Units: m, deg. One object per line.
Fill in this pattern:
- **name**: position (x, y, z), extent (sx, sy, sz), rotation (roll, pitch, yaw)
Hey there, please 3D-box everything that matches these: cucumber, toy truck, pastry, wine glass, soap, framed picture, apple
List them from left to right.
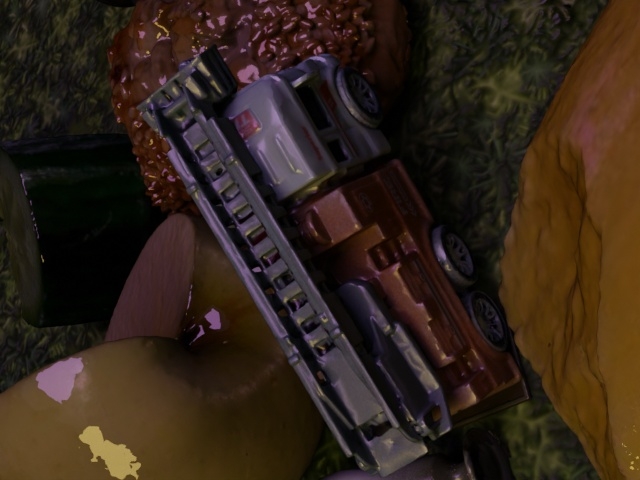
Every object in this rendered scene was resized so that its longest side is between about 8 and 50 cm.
- **cucumber**: position (-0.246, -0.017, 1.210), extent (0.191, 0.130, 0.191), rotation (28, 122, 58)
- **apple**: position (-0.126, 0.147, 1.006), extent (0.233, 0.295, 0.258), rotation (39, 128, 2)
- **pastry**: position (-0.071, -0.159, 1.096), extent (0.311, 0.162, 0.255), rotation (-42, 65, 25)
- **toy truck**: position (0.000, 0.000, 0.917), extent (0.133, 0.184, 0.338), rotation (-31, 87, 27)
- **wine glass**: position (0.069, 0.196, 0.951), extent (0.155, 0.072, 0.072), rotation (-25, 63, 30)
- **framed picture**: position (0.121, 0.110, 0.975), extent (0.089, 0.006, 0.066), rotation (-28, 61, 30)
- **soap**: position (0.235, -0.044, 0.770), extent (0.427, 0.115, 0.306), rotation (-64, 24, 26)

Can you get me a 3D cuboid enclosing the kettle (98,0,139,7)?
- **kettle**: position (-0.177, -0.402, 1.208), extent (0.324, 0.228, 0.321), rotation (-45, 69, 30)
